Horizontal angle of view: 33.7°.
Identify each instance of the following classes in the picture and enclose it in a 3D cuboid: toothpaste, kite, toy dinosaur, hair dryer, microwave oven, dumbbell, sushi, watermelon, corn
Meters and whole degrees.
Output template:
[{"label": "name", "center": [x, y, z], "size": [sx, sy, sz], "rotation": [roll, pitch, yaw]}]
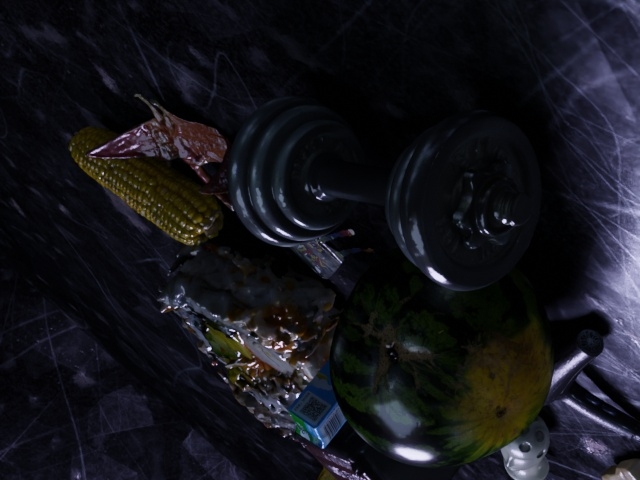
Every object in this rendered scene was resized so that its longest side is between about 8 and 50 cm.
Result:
[{"label": "toothpaste", "center": [0.062, 0.145, 1.368], "size": [0.050, 0.267, 0.065], "rotation": [28, 156, 30]}, {"label": "kite", "center": [-0.001, 0.001, 1.541], "size": [0.141, 0.015, 0.245], "rotation": [43, 159, -13]}, {"label": "toy dinosaur", "center": [-0.227, -0.121, 1.550], "size": [0.327, 0.113, 0.206], "rotation": [32, 157, 26]}, {"label": "hair dryer", "center": [0.350, 0.197, 1.302], "size": [0.219, 0.075, 0.195], "rotation": [31, 150, -3]}, {"label": "microwave oven", "center": [0.114, 0.258, 1.538], "size": [0.188, 0.247, 0.178], "rotation": [51, 159, -22]}, {"label": "dumbbell", "center": [0.057, -0.058, 1.109], "size": [0.406, 0.179, 0.179], "rotation": [14, 147, 50]}, {"label": "sushi", "center": [-0.105, 0.160, 1.797], "size": [0.417, 0.176, 0.417], "rotation": [35, 157, 17]}, {"label": "watermelon", "center": [0.142, 0.128, 1.225], "size": [0.269, 0.269, 0.269], "rotation": [34, 158, 16]}, {"label": "corn", "center": [-0.283, -0.096, 1.714], "size": [0.313, 0.102, 0.102], "rotation": [36, 158, 22]}]

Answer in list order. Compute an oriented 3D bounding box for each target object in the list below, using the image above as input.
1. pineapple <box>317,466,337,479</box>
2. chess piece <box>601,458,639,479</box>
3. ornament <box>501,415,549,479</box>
[{"label": "pineapple", "center": [0.084, 0.514, 2.225], "size": [0.164, 0.140, 0.250], "rotation": [39, 162, -14]}, {"label": "chess piece", "center": [0.466, 0.381, 1.433], "size": [0.200, 0.090, 0.090], "rotation": [52, 158, 1]}, {"label": "ornament", "center": [0.298, 0.305, 1.547], "size": [0.075, 0.081, 0.156], "rotation": [35, 163, 26]}]
